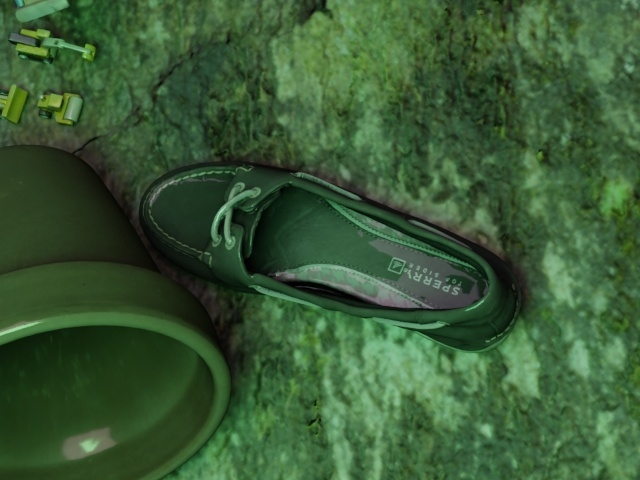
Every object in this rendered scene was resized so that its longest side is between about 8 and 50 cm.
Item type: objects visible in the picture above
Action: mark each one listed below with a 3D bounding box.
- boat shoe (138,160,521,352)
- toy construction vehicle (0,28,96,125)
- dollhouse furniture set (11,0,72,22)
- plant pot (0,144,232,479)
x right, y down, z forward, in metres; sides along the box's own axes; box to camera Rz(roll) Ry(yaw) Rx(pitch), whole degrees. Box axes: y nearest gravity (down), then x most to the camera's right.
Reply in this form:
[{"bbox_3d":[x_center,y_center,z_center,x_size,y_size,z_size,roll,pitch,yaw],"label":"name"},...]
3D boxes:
[{"bbox_3d":[0.000,0.000,1.274,0.335,0.095,0.112,18,79,16],"label":"boat shoe"},{"bbox_3d":[-0.253,-0.144,1.401,0.098,0.035,0.086,15,78,16],"label":"toy construction vehicle"},{"bbox_3d":[-0.376,-0.279,1.372,0.303,0.286,0.198,-16,114,8],"label":"dollhouse furniture set"},{"bbox_3d":[-0.220,0.056,1.248,0.263,0.263,0.229,-24,52,4],"label":"plant pot"}]
